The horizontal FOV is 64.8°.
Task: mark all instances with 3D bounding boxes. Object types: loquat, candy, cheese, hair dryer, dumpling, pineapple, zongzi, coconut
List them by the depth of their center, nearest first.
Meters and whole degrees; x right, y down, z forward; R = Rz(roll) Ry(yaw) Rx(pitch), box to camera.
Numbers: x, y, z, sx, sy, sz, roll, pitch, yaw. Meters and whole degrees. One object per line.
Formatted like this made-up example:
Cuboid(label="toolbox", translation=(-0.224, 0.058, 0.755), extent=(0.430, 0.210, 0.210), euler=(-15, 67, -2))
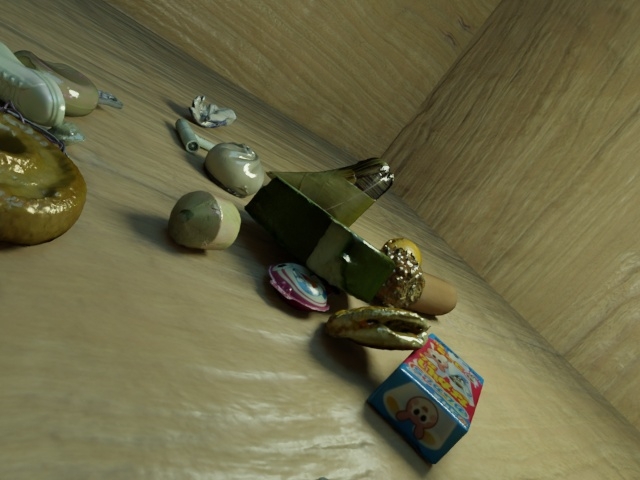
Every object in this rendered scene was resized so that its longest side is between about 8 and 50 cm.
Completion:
Cuboid(label="coconut", translation=(-0.221, -0.036, 0.949), extent=(0.116, 0.116, 0.122), euler=(44, 12, 22))
Cuboid(label="dumpling", translation=(-0.495, -0.204, 0.969), extent=(0.077, 0.043, 0.059), euler=(43, 38, 7))
Cuboid(label="candy", translation=(0.220, 0.295, 0.996), extent=(0.157, 0.100, 0.306), euler=(43, 18, 17))
Cuboid(label="cheese", translation=(-0.028, 0.097, 1.084), extent=(0.155, 0.062, 0.244), euler=(42, 16, 22))
Cuboid(label="cheese", translation=(-0.560, -0.340, 1.144), extent=(0.163, 0.082, 0.286), euler=(40, 14, 8))
Cuboid(label="pineapple", translation=(0.191, 0.090, 1.392), extent=(0.166, 0.166, 0.193), euler=(22, 10, -44))
Cuboid(label="hair dryer", translation=(-0.342, -0.283, 1.517), extent=(0.183, 0.044, 0.154), euler=(28, 21, -40))
Cuboid(label="zongzi", translation=(0.037, -0.201, 1.570), extent=(0.318, 0.289, 0.154), euler=(40, 10, -23))
Cuboid(label="loquat", translation=(0.266, 0.058, 1.680), extent=(0.141, 0.141, 0.141), euler=(34, 16, -11))

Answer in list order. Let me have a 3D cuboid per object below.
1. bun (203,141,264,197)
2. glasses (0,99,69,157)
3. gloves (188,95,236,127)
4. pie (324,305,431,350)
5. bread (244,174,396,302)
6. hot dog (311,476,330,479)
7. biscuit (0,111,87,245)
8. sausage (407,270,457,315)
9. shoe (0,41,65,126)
Cuboid(label="bun", translation=(-0.231, -0.210, 1.404), extent=(0.173, 0.119, 0.173), euler=(35, 14, -10))
Cuboid(label="glasses", translation=(-0.483, -0.182, 0.890), extent=(0.140, 0.062, 0.104), euler=(40, 15, 4))
Cuboid(label="gloves", translation=(-0.383, -0.439, 1.757), extent=(0.119, 0.097, 0.229), euler=(30, 11, 21))
Cuboid(label="pie", translation=(0.113, 0.175, 1.010), extent=(0.205, 0.084, 0.179), euler=(11, -12, -26))
Cuboid(label="bread", translation=(0.000, 0.000, 1.189), extent=(0.366, 0.129, 0.382), euler=(36, 2, -21))
Cuboid(label="hot dog", translation=(-0.023, 0.313, 0.492), extent=(0.253, 0.069, 0.131), euler=(11, 39, -51))
Cuboid(label="biscuit", translation=(-0.461, -0.109, 0.674), extent=(0.296, 0.102, 0.296), euler=(32, 16, -10))
Cuboid(label="sausage", translation=(0.320, 0.162, 1.537), extent=(0.253, 0.123, 0.123), euler=(20, 24, -47))
Cuboid(label="shoe", translation=(-0.595, -0.296, 0.935), extent=(0.265, 0.095, 0.110), euler=(37, 21, 18))
